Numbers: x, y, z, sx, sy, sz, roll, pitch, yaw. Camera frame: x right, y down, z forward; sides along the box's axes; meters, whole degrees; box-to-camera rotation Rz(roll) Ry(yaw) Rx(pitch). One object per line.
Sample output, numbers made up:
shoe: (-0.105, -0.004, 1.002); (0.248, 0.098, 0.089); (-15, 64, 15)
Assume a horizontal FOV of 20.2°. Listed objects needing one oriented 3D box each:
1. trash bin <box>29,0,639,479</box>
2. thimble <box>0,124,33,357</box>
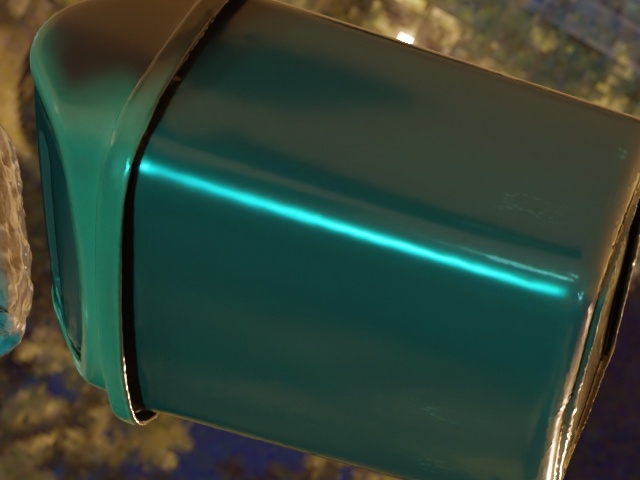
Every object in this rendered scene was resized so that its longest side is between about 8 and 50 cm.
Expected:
trash bin: (0.000, 0.000, 0.868); (0.290, 0.209, 0.182); (17, -135, 14)
thimble: (-0.322, 0.001, 1.282); (0.236, 0.205, 0.172); (23, -135, -45)
